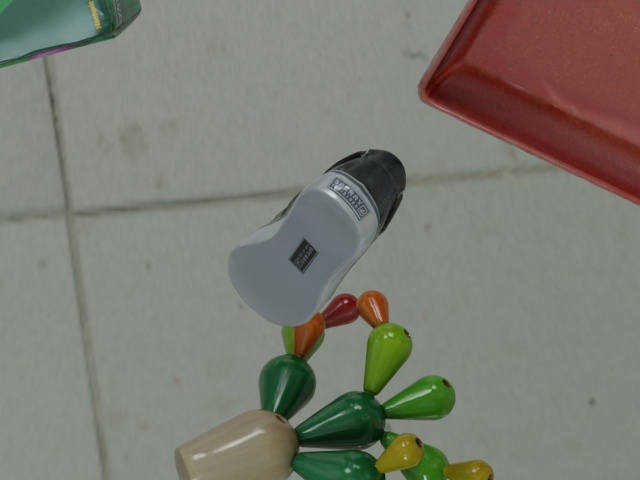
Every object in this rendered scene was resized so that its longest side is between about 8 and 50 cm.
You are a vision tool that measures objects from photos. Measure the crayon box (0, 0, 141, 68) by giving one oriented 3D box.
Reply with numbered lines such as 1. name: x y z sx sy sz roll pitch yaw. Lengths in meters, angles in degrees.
1. crayon box: -0.218 -0.225 0.987 0.165 0.081 0.278 -14 104 10

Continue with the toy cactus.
1. toy cactus: -0.002 0.123 1.165 0.181 0.219 0.112 -15 138 -17

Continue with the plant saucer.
1. plant saucer: 0.232 -0.144 1.191 0.258 0.047 0.259 25 125 -9

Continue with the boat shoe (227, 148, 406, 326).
1. boat shoe: 0.000 0.000 0.843 0.049 0.142 0.040 48 61 0
